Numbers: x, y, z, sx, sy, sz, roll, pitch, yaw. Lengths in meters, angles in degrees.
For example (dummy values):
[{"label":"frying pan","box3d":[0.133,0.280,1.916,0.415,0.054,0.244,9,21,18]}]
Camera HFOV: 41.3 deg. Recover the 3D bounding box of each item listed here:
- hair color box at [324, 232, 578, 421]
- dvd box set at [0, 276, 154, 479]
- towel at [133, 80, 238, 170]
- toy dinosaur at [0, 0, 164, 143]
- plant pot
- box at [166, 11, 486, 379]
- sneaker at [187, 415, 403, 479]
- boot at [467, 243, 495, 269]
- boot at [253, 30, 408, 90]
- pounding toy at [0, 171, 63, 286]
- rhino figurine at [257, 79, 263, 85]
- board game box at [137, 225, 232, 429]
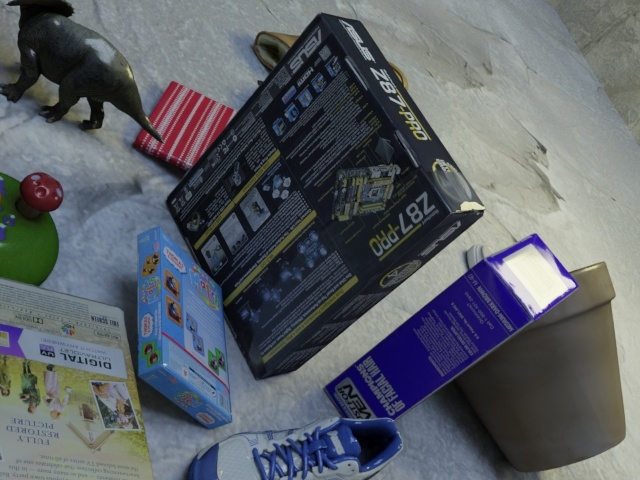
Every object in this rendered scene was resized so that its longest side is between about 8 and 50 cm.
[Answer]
[{"label":"hair color box","box3d":[0.181,0.139,1.204,0.110,0.339,0.185,53,34,13]},{"label":"dvd box set","box3d":[-0.304,0.197,0.797,0.307,0.062,0.420,18,33,-36]},{"label":"towel","box3d":[-0.148,-0.148,1.385,0.275,0.031,0.199,25,38,-9]},{"label":"toy dinosaur","box3d":[-0.345,-0.245,1.193,0.313,0.160,0.121,43,33,-4]},{"label":"plant pot","box3d":[0.361,0.215,1.397,0.323,0.323,0.280,-9,77,-52]},{"label":"box","box3d":[-0.018,-0.049,1.133,0.097,0.395,0.318,-3,57,-49]},{"label":"sneaker","box3d":[-0.024,0.261,1.041,0.296,0.131,0.112,1,56,-46]},{"label":"boot","box3d":[0.390,0.089,1.688,0.095,0.123,0.258,13,45,-40]},{"label":"boot","box3d":[0.025,-0.355,1.769,0.236,0.089,0.269,33,25,27]},{"label":"pounding toy","box3d":[-0.393,-0.055,0.983,0.237,0.110,0.183,44,33,-4]},{"label":"rhino figurine","box3d":[-0.049,-0.265,1.620,0.106,0.073,0.243,39,29,26]},{"label":"board game box","box3d":[-0.170,0.108,1.064,0.160,0.039,0.211,52,21,-46]}]
